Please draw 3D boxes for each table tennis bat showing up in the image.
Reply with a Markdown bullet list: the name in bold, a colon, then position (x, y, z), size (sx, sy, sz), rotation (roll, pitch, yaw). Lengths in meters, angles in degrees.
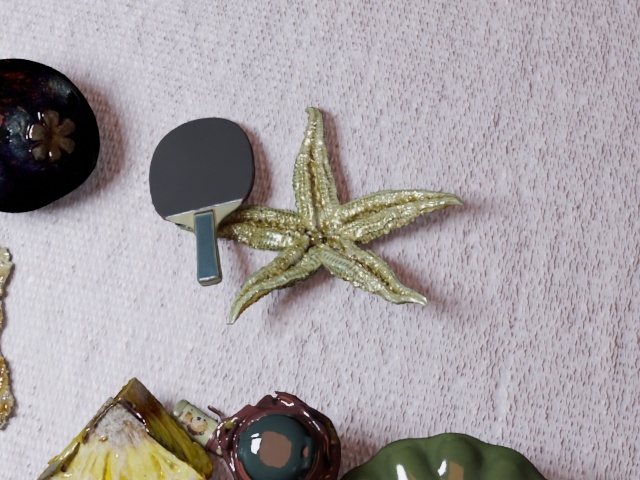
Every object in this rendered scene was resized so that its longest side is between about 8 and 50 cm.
- **table tennis bat**: position (-0.161, -0.059, 1.741), size (0.154, 0.021, 0.274), rotation (-13, 57, 8)

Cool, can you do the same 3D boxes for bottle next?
- **bottle**: position (-0.154, 0.255, 1.693), size (0.101, 0.047, 0.063), rotation (30, 90, 8)
- **bottle**: position (-0.051, 0.262, 1.570), size (0.156, 0.271, 0.143), rotation (8, 77, 5)

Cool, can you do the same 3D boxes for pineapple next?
- **pineapple**: position (-0.253, 0.279, 1.643), size (0.236, 0.114, 0.186), rotation (-5, 104, 2)

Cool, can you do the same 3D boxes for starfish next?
- **starfish**: position (0.001, 0.003, 1.717), size (0.347, 0.078, 0.358), rotation (-37, 63, -12)

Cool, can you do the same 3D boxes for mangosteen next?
- **mangosteen**: position (-0.430, -0.144, 1.728), size (0.243, 0.243, 0.243), rotation (-1, 77, 3)

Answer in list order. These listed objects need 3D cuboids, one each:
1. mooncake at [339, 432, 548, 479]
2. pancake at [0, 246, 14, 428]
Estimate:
- **mooncake**: position (0.157, 0.416, 1.566), size (0.356, 0.194, 0.356), rotation (-1, 78, 3)
- **pancake**: position (-0.493, 0.144, 1.731), size (0.266, 0.057, 0.244), rotation (-42, 79, -8)
